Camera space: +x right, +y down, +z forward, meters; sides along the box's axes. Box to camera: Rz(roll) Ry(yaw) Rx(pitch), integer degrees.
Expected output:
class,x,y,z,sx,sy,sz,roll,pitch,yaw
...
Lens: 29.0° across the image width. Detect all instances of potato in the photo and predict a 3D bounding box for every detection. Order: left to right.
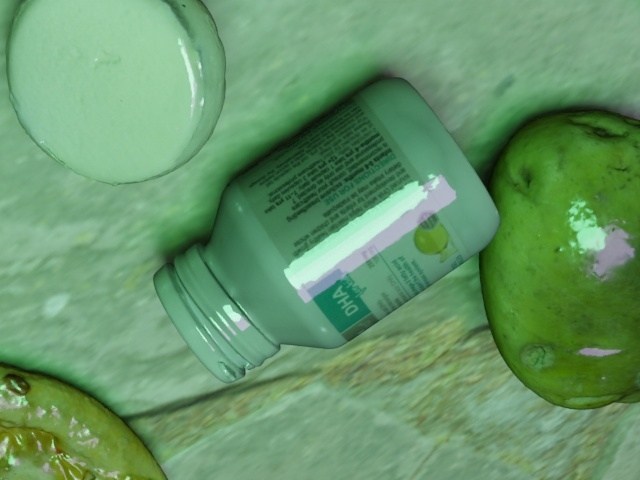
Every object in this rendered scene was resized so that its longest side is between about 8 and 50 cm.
class,x,y,z,sx,sy,sz,roll,pitch,yaw
potato,0.208,0.020,0.910,0.197,0.148,0.228,-18,122,-41

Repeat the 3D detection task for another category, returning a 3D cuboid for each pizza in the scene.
class,x,y,z,sx,sy,sz,roll,pitch,yaw
pizza,-0.218,0.168,0.899,0.161,0.062,0.182,-33,125,3

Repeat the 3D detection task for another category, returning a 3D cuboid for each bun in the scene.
class,x,y,z,sx,sy,sz,roll,pitch,yaw
bun,-0.115,-0.108,0.760,0.138,0.094,0.138,6,109,17

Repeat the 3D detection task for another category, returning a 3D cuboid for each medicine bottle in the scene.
class,x,y,z,sx,sy,sz,roll,pitch,yaw
medicine bottle,0.000,0.000,0.833,0.215,0.135,0.135,-35,124,2
